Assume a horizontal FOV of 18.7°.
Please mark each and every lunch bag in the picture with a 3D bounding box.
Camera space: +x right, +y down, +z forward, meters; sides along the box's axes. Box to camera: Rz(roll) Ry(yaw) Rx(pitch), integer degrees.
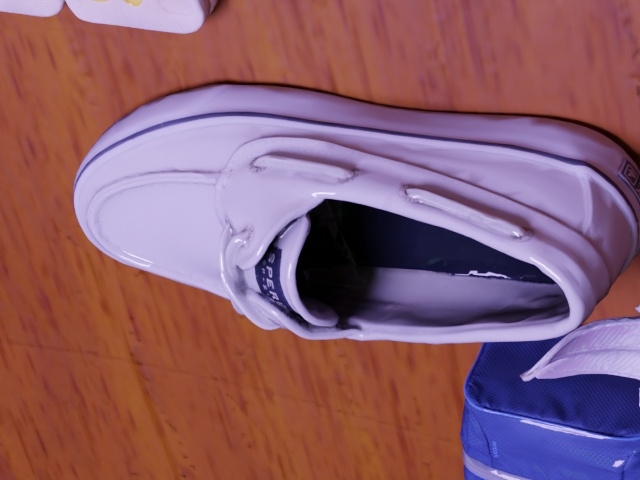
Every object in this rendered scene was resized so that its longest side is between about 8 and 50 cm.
[{"bbox_3d":[0.111,0.082,0.831,0.098,0.067,0.065,12,130,20],"label":"lunch bag"}]

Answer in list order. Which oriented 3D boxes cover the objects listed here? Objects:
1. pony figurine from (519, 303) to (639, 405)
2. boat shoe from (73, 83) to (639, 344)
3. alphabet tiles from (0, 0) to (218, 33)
[{"bbox_3d":[0.272,0.044,0.513,0.351,0.303,0.363,30,91,-6],"label":"pony figurine"},{"bbox_3d":[0.000,0.000,0.815,0.267,0.088,0.096,7,128,25],"label":"boat shoe"},{"bbox_3d":[-0.137,-0.181,0.735,0.278,0.021,0.284,11,149,23],"label":"alphabet tiles"}]
